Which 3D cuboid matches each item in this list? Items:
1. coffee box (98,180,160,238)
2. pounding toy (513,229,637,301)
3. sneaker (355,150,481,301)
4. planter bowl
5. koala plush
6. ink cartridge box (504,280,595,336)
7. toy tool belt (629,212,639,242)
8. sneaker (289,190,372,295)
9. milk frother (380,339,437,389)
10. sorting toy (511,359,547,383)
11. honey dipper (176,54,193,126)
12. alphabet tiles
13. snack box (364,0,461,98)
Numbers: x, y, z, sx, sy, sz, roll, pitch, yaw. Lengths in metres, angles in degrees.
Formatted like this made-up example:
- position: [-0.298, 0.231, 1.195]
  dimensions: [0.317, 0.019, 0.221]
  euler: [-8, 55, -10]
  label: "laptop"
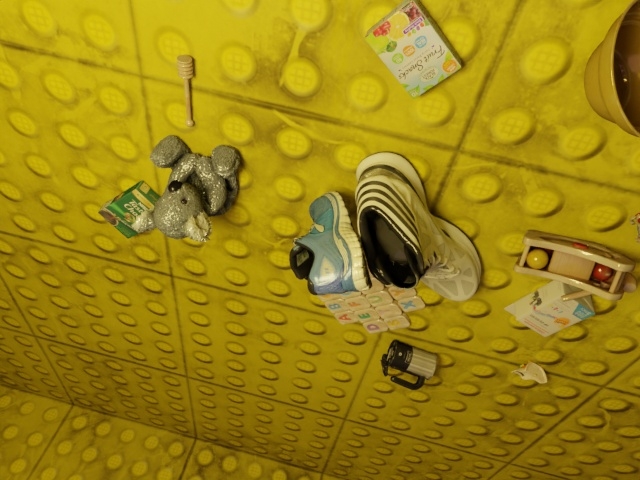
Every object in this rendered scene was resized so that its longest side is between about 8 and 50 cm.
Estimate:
- position: [-0.491, -0.078, 1.252]
  dimensions: [0.184, 0.040, 0.113]
  euler: [-20, 126, 32]
  label: "coffee box"
- position: [0.538, 0.084, 0.988]
  dimensions: [0.270, 0.154, 0.154]
  euler: [12, 109, 6]
  label: "pounding toy"
- position: [0.203, 0.049, 1.013]
  dimensions: [0.169, 0.257, 0.447]
  euler: [-23, 124, 34]
  label: "sneaker"
- position: [0.473, -0.250, 0.720]
  dimensions: [0.217, 0.217, 0.090]
  euler: [39, 168, -22]
  label: "planter bowl"
- position: [-0.295, -0.086, 1.055]
  dimensions: [0.197, 0.221, 0.203]
  euler: [10, 136, 7]
  label: "koala plush"
- position: [0.561, 0.175, 1.173]
  dimensions: [0.104, 0.061, 0.181]
  euler: [30, 135, -13]
  label: "ink cartridge box"
- position: [0.667, -0.013, 0.959]
  dimensions: [0.052, 0.051, 0.083]
  euler: [-25, 122, 35]
  label: "toy tool belt"
- position: [0.000, 0.000, 0.986]
  dimensions: [0.147, 0.330, 0.129]
  euler: [-15, 119, 0]
  label: "sneaker"
- position: [0.264, 0.381, 1.460]
  dimensions: [0.135, 0.129, 0.143]
  euler: [20, 179, -3]
  label: "milk frother"
- position: [0.607, 0.389, 1.392]
  dimensions: [0.083, 0.044, 0.075]
  euler: [29, 142, -13]
  label: "sorting toy"
- position: [-0.275, -0.302, 0.974]
  dimensions: [0.031, 0.030, 0.160]
  euler: [16, 140, 1]
  label: "honey dipper"
- position: [0.135, 0.165, 1.323]
  dimensions: [0.278, 0.021, 0.284]
  euler: [-16, 128, 30]
  label: "alphabet tiles"
- position: [0.159, -0.327, 0.807]
  dimensions: [0.100, 0.037, 0.141]
  euler: [-27, 122, 37]
  label: "snack box"
